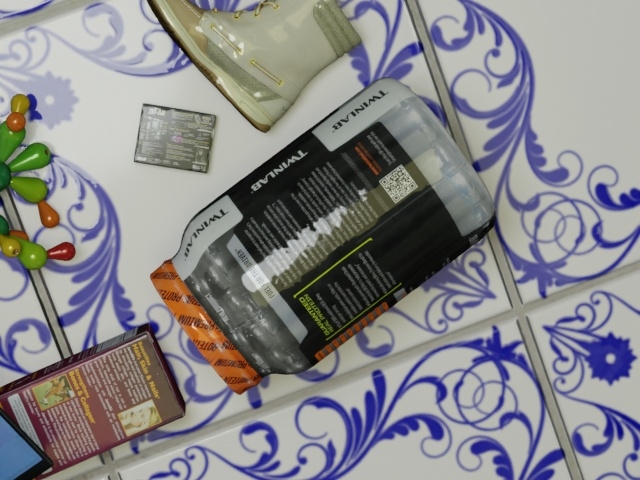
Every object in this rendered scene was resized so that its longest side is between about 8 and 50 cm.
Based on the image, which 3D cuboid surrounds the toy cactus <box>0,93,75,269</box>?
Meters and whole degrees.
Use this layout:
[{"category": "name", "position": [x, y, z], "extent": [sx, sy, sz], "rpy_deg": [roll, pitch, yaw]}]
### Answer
[{"category": "toy cactus", "position": [-0.368, -0.055, 1.622], "extent": [0.180, 0.112, 0.219], "rpy_deg": [-23, 99, -15]}]

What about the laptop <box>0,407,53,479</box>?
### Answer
[{"category": "laptop", "position": [-0.457, 0.217, 1.568], "extent": [0.264, 0.234, 0.137], "rpy_deg": [1, 64, -42]}]

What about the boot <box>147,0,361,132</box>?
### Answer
[{"category": "boot", "position": [-0.075, -0.246, 1.658], "extent": [0.165, 0.077, 0.213], "rpy_deg": [-42, 103, 0]}]

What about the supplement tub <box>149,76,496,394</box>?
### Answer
[{"category": "supplement tub", "position": [0.000, 0.000, 1.623], "extent": [0.338, 0.207, 0.207], "rpy_deg": [-37, 98, -2]}]

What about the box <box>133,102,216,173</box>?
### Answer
[{"category": "box", "position": [-0.161, -0.113, 1.689], "extent": [0.083, 0.018, 0.067], "rpy_deg": [8, 94, -7]}]

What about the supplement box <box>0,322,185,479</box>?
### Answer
[{"category": "supplement box", "position": [-0.253, 0.177, 1.675], "extent": [0.188, 0.081, 0.104], "rpy_deg": [-24, 97, -3]}]
